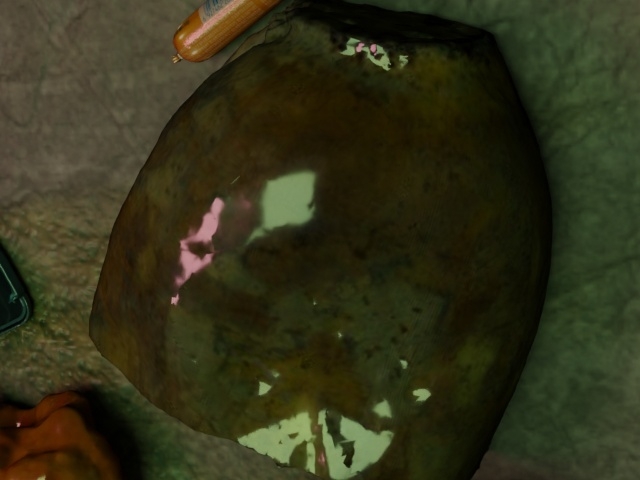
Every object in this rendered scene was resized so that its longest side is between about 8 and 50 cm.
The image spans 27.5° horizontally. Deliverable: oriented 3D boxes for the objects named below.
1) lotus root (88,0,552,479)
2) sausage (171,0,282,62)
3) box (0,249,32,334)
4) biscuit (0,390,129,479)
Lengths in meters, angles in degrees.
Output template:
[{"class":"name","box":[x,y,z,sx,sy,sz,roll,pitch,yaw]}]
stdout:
[{"class":"lotus root","box":[0.015,-0.006,0.768,0.267,0.149,0.260,25,114,7]},{"class":"sausage","box":[-0.054,-0.143,0.809,0.107,0.031,0.031,-33,93,26]},{"class":"box","box":[-0.265,0.047,0.929,0.099,0.054,0.074,-26,95,25]},{"class":"biscuit","box":[-0.273,0.266,0.971,0.312,0.110,0.318,0,107,17]}]
